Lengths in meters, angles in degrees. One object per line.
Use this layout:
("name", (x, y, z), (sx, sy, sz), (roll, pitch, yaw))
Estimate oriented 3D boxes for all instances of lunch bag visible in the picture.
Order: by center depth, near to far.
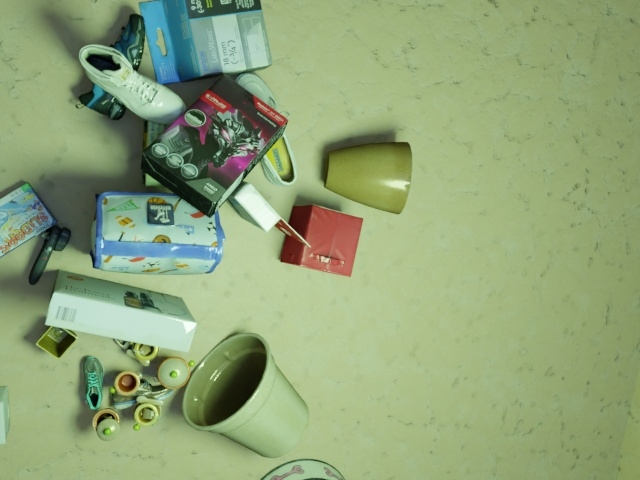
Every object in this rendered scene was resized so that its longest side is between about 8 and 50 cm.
("lunch bag", (-0.455, -0.016, 1.683), (0.327, 0.385, 0.239), (3, 98, -21))

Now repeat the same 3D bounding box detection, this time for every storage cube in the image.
("storage cube", (0.000, 0.000, 1.959), (0.183, 0.215, 0.193), (14, 87, -22))

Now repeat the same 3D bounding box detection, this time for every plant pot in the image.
("plant pot", (-0.761, 0.279, 1.777), (0.081, 0.083, 0.081), (43, 83, -22))
("plant pot", (-0.207, 0.514, 1.929), (0.334, 0.334, 0.305), (-45, 123, -9))
("plant pot", (0.143, -0.214, 1.987), (0.254, 0.237, 0.237), (6, 97, -6))

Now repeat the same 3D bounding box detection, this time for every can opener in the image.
("can opener", (-0.780, 0.042, 1.743), (0.073, 0.059, 0.186), (29, 87, -23))

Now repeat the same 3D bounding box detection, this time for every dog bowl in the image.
("dog bowl", (-0.059, 0.982, 2.130), (0.407, 0.150, 0.408), (-3, 99, -21))

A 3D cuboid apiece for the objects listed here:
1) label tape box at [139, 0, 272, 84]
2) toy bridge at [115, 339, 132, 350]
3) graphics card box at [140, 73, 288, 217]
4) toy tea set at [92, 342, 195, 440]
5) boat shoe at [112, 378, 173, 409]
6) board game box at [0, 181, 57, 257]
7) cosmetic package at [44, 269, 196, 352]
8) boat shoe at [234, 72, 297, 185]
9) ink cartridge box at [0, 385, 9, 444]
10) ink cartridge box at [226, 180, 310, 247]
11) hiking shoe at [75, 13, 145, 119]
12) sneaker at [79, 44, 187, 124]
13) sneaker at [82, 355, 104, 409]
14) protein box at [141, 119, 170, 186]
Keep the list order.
("label tape box", (-0.328, -0.599, 1.785), (0.333, 0.106, 0.241), (-15, 103, -18))
("toy bridge", (-0.582, 0.304, 1.881), (0.188, 0.026, 0.063), (41, 85, -22))
("graphics card box", (-0.280, -0.264, 1.666), (0.232, 0.094, 0.371), (36, 59, 0))
("toy tea set", (-0.528, 0.448, 1.813), (0.200, 0.124, 0.336), (31, 80, -12))
("boat shoe", (-0.551, 0.469, 1.899), (0.183, 0.066, 0.066), (-11, 101, -19))
("board game box", (-0.862, -0.051, 1.709), (0.201, 0.035, 0.136), (-36, 109, -12))
("cosmetic package", (-0.562, 0.195, 1.732), (0.377, 0.284, 0.098), (16, 91, -23))
("boat shoe", (-0.158, -0.332, 1.866), (0.135, 0.156, 0.367), (-22, 106, -17))
("ink cartridge box", (-0.968, 0.495, 1.710), (0.176, 0.127, 0.128), (-3, 100, -22))
("ink cartridge box", (-0.180, -0.072, 1.826), (0.066, 0.296, 0.261), (-46, 111, -8))
("hiking shoe", (-0.574, -0.495, 1.704), (0.132, 0.113, 0.304), (17, 89, -17))
("sneaker", (-0.489, -0.400, 1.595), (0.292, 0.169, 0.108), (27, 86, -10))
("sneaker", (-0.677, 0.431, 1.839), (0.065, 0.076, 0.167), (-7, 101, -21))
("protein box", (-0.411, -0.255, 1.793), (0.201, 0.136, 0.200), (1, 98, -21))
